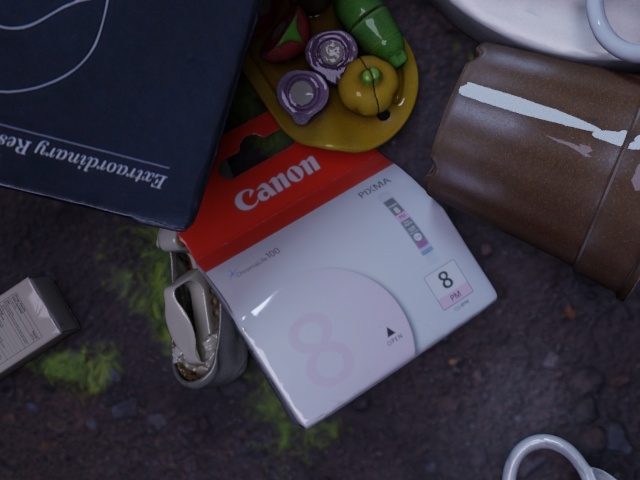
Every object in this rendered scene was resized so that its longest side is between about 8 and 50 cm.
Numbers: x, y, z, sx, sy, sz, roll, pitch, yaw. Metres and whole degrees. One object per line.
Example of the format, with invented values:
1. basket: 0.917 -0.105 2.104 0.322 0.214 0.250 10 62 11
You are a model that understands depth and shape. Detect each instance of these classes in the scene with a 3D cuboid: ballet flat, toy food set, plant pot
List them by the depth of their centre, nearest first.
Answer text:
1. plant pot: 0.175 -0.062 0.616 0.165 0.167 0.167 22 94 15
2. toy food set: -0.009 -0.173 0.663 0.128 0.071 0.218 -34 82 -4
3. ballet flat: -0.102 0.018 0.692 0.072 0.068 0.213 -6 91 37

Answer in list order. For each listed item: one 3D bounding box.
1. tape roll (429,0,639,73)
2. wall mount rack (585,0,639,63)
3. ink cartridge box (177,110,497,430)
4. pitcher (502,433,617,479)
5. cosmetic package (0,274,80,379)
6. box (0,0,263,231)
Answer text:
1. tape roll: 0.226 -0.324 0.643 0.391 0.072 0.392 0 91 9
2. wall mount rack: 0.162 -0.297 0.545 0.130 0.304 0.350 5 93 -36
3. ink cartridge box: 0.000 0.000 0.657 0.189 0.066 0.232 -31 90 -16
4. pitcher: 0.195 0.271 0.643 0.177 0.125 0.207 26 84 28
5. cosmetic package: -0.280 0.085 0.739 0.115 0.041 0.060 -31 86 8
6. box: -0.174 -0.247 0.517 0.293 0.212 0.396 14 109 -18
